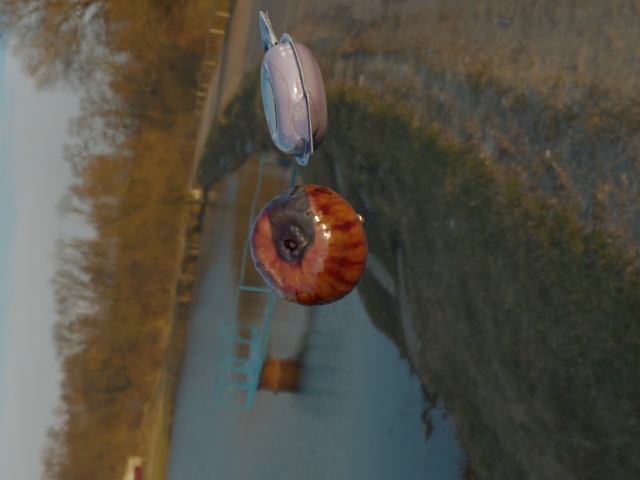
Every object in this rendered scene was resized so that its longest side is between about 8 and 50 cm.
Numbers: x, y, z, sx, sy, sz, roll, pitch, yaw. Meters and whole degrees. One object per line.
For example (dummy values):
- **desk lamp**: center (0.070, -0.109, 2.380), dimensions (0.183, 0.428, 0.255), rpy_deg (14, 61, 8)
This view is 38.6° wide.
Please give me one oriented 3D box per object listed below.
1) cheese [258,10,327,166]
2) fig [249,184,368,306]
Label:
- **cheese**: center (-0.027, -0.123, 0.753), dimensions (0.191, 0.042, 0.105), rpy_deg (-116, 20, -63)
- **fig**: center (-0.011, -0.004, 0.964), dimensions (0.150, 0.128, 0.128), rpy_deg (-91, 12, -57)
